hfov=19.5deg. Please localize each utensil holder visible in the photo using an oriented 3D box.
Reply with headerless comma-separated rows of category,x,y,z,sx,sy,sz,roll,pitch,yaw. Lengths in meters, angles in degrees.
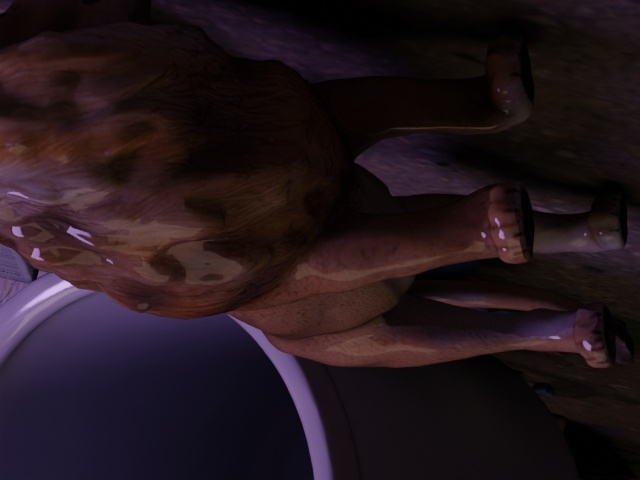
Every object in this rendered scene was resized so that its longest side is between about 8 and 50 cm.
utensil holder,-0.028,0.193,1.286,0.327,0.328,0.385,4,174,33

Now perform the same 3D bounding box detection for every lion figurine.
lion figurine,0.000,0.000,0.855,0.240,0.142,0.392,-8,153,19

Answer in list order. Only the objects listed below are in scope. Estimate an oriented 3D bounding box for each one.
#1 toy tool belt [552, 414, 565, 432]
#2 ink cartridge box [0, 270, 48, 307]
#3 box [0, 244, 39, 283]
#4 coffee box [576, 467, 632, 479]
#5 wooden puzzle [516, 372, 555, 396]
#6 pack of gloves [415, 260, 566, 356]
toy tool belt,0.200,0.190,1.731,0.052,0.051,0.083,12,168,5
ink cartridge box,-0.229,0.072,1.497,0.198,0.115,0.067,7,167,24
box,-0.233,-0.030,1.151,0.126,0.072,0.137,13,167,-1
coffee box,0.113,0.376,1.878,0.337,0.334,0.338,9,176,16
wooden puzzle,0.135,0.117,1.564,0.116,0.014,0.078,9,167,17
pack of gloves,0.042,0.022,1.224,0.232,0.046,0.195,14,177,17
